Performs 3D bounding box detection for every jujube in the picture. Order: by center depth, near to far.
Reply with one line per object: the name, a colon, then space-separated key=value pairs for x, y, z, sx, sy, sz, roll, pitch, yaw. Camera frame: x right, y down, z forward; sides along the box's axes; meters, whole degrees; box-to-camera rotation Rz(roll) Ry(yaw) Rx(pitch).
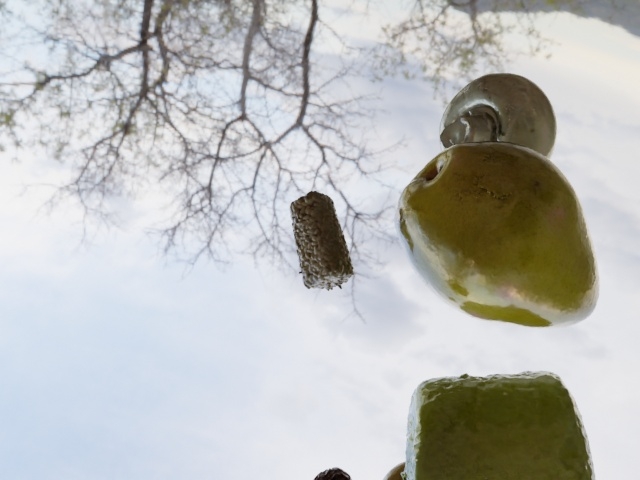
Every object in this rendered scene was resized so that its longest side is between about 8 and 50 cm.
jujube: x=-0.001 y=0.568 z=1.390 sx=0.104 sy=0.104 sz=0.165 roll=29 pitch=-110 yaw=19

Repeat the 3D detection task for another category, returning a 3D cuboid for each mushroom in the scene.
mushroom: x=0.331 y=-0.205 z=1.246 sx=0.203 sy=0.246 sz=0.246 roll=-9 pitch=-141 yaw=-39

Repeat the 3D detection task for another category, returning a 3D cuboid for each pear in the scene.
pear: x=0.272 y=0.006 z=0.983 sx=0.336 sy=0.285 sz=0.285 roll=61 pitch=-145 yaw=-7

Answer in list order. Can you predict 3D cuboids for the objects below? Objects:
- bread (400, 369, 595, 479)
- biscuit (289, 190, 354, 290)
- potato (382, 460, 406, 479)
bread: x=0.295 y=0.391 z=1.099 sx=0.308 sy=0.348 sz=0.348 roll=1 pitch=-152 yaw=11
biscuit: x=0.000 y=0.000 z=1.076 sx=0.082 sy=0.070 sz=0.168 roll=9 pitch=-120 yaw=-41
potato: x=0.189 y=0.564 z=1.303 sx=0.150 sy=0.146 sz=0.233 roll=28 pitch=-146 yaw=-15
